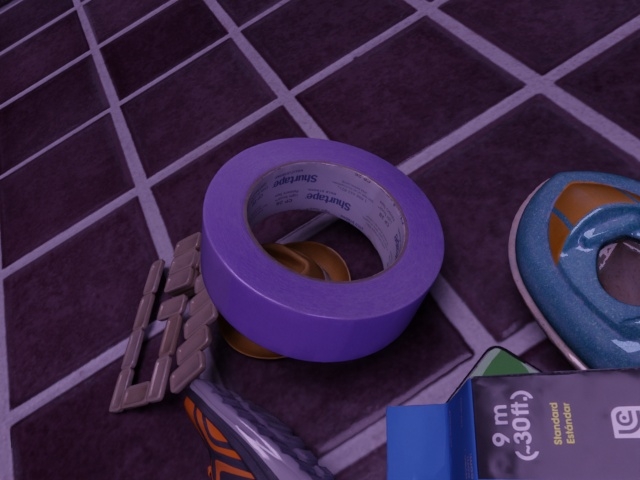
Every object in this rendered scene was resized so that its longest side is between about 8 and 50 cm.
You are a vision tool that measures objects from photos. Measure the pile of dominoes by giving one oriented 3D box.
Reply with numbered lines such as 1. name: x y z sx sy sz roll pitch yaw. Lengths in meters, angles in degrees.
1. pile of dominoes: -0.188 0.104 0.756 0.195 0.040 0.251 -21 49 36

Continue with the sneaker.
1. sneaker: -0.080 0.277 0.541 0.321 0.124 0.180 27 81 47

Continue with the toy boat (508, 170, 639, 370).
1. toy boat: 0.351 -0.008 0.543 0.318 0.148 0.268 -25 49 5

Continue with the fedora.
1. fedora: -0.059 0.059 0.718 0.194 0.079 0.194 -11 52 15

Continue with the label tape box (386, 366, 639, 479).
1. label tape box: 0.189 0.232 0.421 0.333 0.106 0.241 -10 60 25

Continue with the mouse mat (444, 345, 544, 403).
1. mouse mat: 0.207 0.207 0.541 0.189 0.007 0.153 33 73 36

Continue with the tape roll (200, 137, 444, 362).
1. tape roll: 0.000 0.000 0.647 0.274 0.090 0.275 7 49 -8
